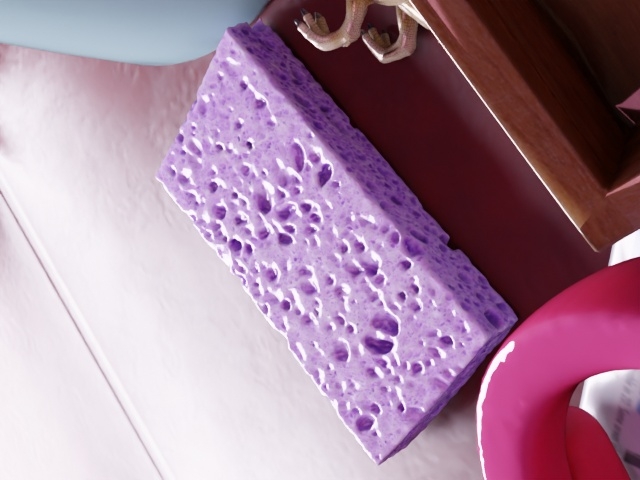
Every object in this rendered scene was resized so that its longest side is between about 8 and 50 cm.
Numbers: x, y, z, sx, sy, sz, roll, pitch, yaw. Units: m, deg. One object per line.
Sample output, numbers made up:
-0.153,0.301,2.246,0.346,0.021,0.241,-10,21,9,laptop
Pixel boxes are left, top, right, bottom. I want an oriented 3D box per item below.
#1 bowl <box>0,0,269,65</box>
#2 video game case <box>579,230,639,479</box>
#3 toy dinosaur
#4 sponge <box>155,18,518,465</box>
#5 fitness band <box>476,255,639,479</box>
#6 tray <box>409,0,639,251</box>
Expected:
-0.164,-0.225,0.699,0.312,0.163,0.311,20,121,39,bowl
0.213,0.164,0.503,0.300,0.036,0.329,36,146,30,video game case
0.037,-0.116,0.622,0.092,0.053,0.183,-37,79,45,toy dinosaur
0.000,0.000,0.721,0.210,0.031,0.117,51,134,17,sponge
0.160,0.132,0.454,0.209,0.054,0.290,-8,116,58,fitness band
0.036,-0.220,0.339,0.203,0.076,0.411,-34,98,25,tray
